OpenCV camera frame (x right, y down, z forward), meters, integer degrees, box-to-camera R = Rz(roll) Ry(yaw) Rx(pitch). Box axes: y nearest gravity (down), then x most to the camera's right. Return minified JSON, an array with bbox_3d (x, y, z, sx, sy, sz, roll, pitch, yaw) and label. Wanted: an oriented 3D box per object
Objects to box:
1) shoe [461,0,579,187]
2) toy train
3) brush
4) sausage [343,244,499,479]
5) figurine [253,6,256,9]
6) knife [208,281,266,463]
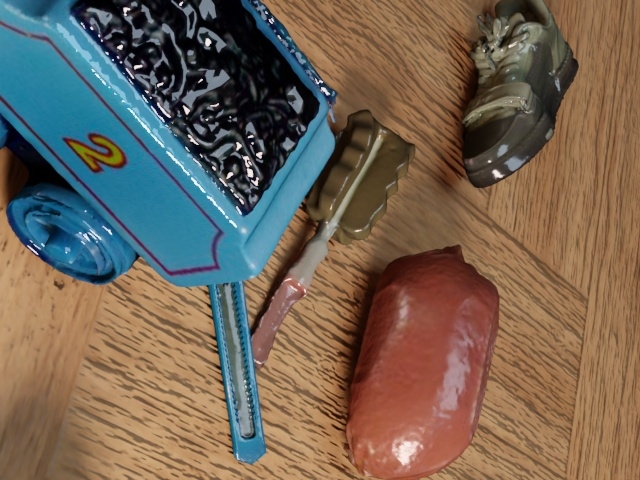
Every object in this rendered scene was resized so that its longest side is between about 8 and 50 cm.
[{"bbox_3d":[0.216,-0.195,1.449,0.149,0.109,0.293,57,42,-21],"label":"shoe"},{"bbox_3d":[-0.151,-0.103,0.892,0.300,0.265,0.188,49,53,-28],"label":"toy train"},{"bbox_3d":[0.000,0.000,1.206,0.084,0.071,0.301,39,63,-18],"label":"brush"},{"bbox_3d":[0.107,0.125,1.234,0.148,0.148,0.254,29,63,-42],"label":"sausage"},{"bbox_3d":[-0.099,-0.262,1.061,0.192,0.167,0.256,-31,108,-61],"label":"figurine"},{"bbox_3d":[-0.081,0.058,1.112,0.044,0.026,0.296,-8,88,-22],"label":"knife"}]
